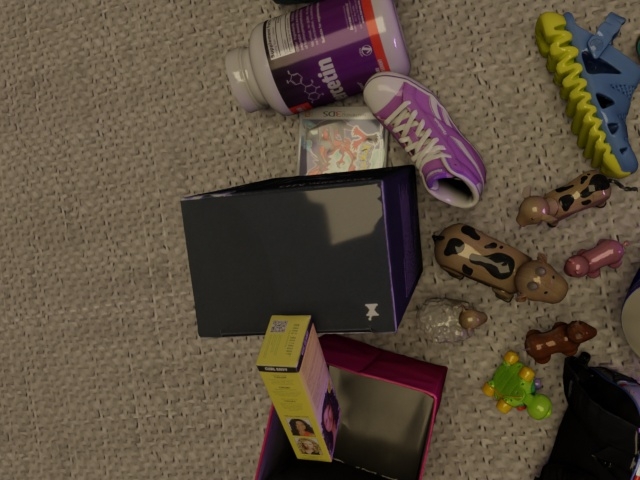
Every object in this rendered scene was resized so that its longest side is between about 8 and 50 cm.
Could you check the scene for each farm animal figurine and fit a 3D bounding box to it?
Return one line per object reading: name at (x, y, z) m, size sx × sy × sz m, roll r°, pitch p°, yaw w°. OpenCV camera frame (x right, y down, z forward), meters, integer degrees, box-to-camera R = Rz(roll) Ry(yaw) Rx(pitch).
farm animal figurine at (0.338, 0.031, 1.006) m, size 0.327 × 0.172 × 0.330 m, roll 8°, pitch 81°, yaw 22°

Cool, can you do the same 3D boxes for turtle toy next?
turtle toy at (0.351, 0.263, 1.052) m, size 0.066 × 0.130 × 0.095 m, roll 26°, pitch 103°, yaw -25°

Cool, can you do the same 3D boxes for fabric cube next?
fabric cube at (0.066, 0.327, 1.048) m, size 0.259 × 0.258 × 0.253 m, roll 13°, pitch 91°, yaw 16°

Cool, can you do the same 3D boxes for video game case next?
video game case at (0.042, -0.166, 1.188) m, size 0.184 × 0.023 × 0.201 m, roll 3°, pitch 90°, yaw 16°

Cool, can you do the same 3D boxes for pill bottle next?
pill bottle at (-0.005, -0.346, 1.124) m, size 0.323 × 0.181 × 0.181 m, roll -15°, pitch 85°, yaw 15°

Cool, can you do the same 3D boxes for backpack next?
backpack at (0.475, 0.343, 0.929) m, size 0.213 × 0.263 × 0.276 m, roll 13°, pitch 92°, yaw 9°

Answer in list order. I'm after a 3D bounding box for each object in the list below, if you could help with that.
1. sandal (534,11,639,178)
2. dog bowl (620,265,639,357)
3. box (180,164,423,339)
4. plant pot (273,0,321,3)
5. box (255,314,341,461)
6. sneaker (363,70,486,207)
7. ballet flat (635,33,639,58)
sandal at (0.482, -0.262, 1.020) m, size 0.138 × 0.126 × 0.317 m, roll -18°, pitch 85°, yaw 10°
dog bowl at (0.604, 0.117, 0.899) m, size 0.265 × 0.264 × 0.104 m, roll 36°, pitch 57°, yaw 13°
box at (0.000, 0.000, 0.989) m, size 0.294 × 0.395 × 0.211 m, roll -4°, pitch 99°, yaw 15°
plant pot at (0.031, -0.567, 1.082) m, size 0.253 × 0.247 × 0.247 m, roll 6°, pitch 102°, yaw 4°
box at (-0.023, 0.209, 0.830) m, size 0.058 × 0.087 × 0.232 m, roll -2°, pitch 133°, yaw 17°
sneaker at (0.180, -0.170, 1.029) m, size 0.282 × 0.161 × 0.102 m, roll 40°, pitch 124°, yaw -8°
ballet flat at (0.644, -0.283, 0.997) m, size 0.248 × 0.086 × 0.086 m, roll 39°, pitch 99°, yaw 9°
